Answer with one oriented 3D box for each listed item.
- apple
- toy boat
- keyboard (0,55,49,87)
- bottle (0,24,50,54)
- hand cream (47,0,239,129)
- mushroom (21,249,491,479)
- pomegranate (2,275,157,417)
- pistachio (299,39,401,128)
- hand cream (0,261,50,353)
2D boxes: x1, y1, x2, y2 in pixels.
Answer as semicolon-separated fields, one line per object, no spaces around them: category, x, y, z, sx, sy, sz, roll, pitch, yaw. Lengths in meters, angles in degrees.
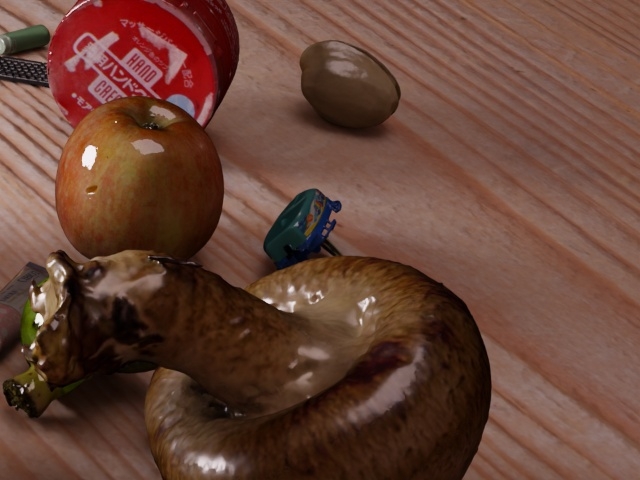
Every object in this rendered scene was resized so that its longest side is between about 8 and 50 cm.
apple;-0.198;-0.062;1.757;0.188;0.174;0.188;11;32;-7
toy boat;0.000;0.000;1.853;0.110;0.091;0.175;47;23;-11
keyboard;-0.437;-0.232;2.119;0.204;0.013;0.061;9;28;-9
bottle;-0.410;-0.274;2.190;0.030;0.030;0.083;31;33;28
hand cream;-0.217;-0.230;1.998;0.230;0.230;0.149;15;31;2
mushroom;-0.041;0.101;1.397;0.334;0.356;0.331;-31;5;-1
pomegranate;-0.231;0.088;1.517;0.169;0.122;0.143;-19;3;-28
pistachio;0.038;-0.213;2.201;0.149;0.113;0.113;17;28;-5
hand cream;-0.306;0.069;1.617;0.067;0.043;0.209;18;23;7
